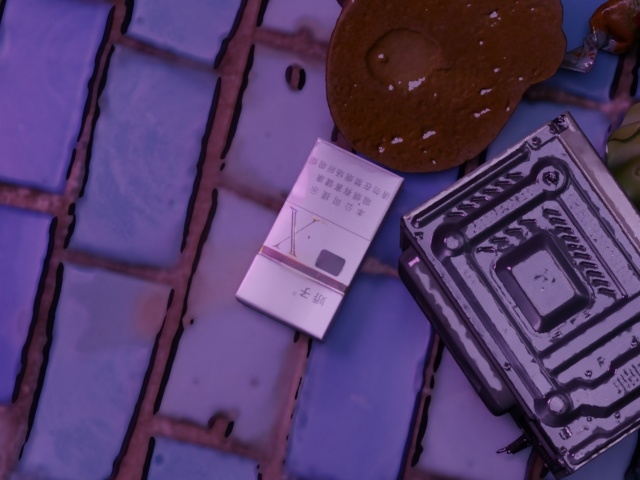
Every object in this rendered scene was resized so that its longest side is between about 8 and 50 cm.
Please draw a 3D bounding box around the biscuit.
[{"bbox_3d":[0.096,-0.158,1.503,0.181,0.049,0.208,34,103,-16],"label":"biscuit"}]

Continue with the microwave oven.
[{"bbox_3d":[0.188,0.052,1.448,0.194,0.145,0.240,-32,81,-7],"label":"microwave oven"}]

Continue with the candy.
[{"bbox_3d":[0.270,-0.196,1.536,0.182,0.053,0.046,-39,88,-3],"label":"candy"}]

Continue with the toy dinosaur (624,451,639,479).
[{"bbox_3d":[0.366,0.330,1.327,0.129,0.383,0.331,-8,93,-31],"label":"toy dinosaur"}]

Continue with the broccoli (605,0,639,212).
[{"bbox_3d":[0.383,-0.096,1.401,0.317,0.338,0.277,19,54,26],"label":"broccoli"}]

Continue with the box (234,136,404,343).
[{"bbox_3d":[0.000,0.000,1.514,0.084,0.040,0.154,27,81,6],"label":"box"}]

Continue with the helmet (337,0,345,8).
[{"bbox_3d":[0.070,-0.238,1.540,0.123,0.070,0.098,-11,80,-1],"label":"helmet"}]
